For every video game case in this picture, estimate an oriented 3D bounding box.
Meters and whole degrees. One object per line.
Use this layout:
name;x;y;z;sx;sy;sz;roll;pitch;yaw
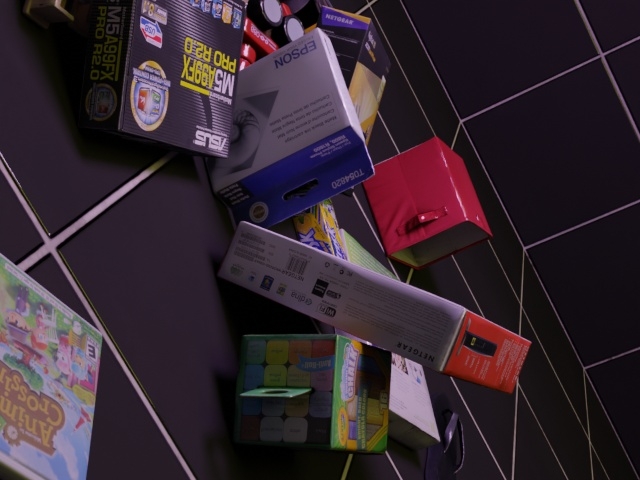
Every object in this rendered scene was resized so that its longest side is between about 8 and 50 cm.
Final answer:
video game case;-0.266;0.102;0.850;0.212;0.023;0.193;49;25;-40

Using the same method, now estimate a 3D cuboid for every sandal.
sandal;0.226;0.365;1.777;0.097;0.055;0.254;56;21;-26

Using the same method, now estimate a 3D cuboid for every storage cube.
storage cube;0.218;-0.073;2.079;0.215;0.184;0.193;24;45;-62

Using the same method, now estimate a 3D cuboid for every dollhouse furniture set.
dollhouse furniture set;-0.284;-0.297;1.229;0.182;0.101;0.160;38;58;-56

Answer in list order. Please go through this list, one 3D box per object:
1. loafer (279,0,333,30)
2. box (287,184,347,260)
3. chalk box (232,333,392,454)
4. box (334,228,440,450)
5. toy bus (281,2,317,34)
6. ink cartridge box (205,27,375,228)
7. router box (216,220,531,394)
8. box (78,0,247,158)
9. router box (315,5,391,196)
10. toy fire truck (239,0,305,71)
loafer;-0.041;-0.467;1.996;0.302;0.109;0.095;39;37;-58
box;0.000;0.000;1.619;0.059;0.054;0.168;33;37;-58
chalk box;-0.016;0.180;1.195;0.213;0.132;0.132;29;62;-61
box;0.096;0.166;1.675;0.232;0.059;0.321;41;32;-51
toy bus;0.016;-0.352;1.854;0.191;0.104;0.202;44;27;-50
ink cartridge box;-0.058;-0.146;1.386;0.045;0.223;0.223;26;42;-61
router box;0.081;0.094;1.345;0.301;0.336;0.082;27;85;-61
box;-0.186;-0.223;1.250;0.270;0.060;0.216;9;88;-68
router box;0.027;-0.206;1.597;0.309;0.081;0.242;13;93;-80
toy fire truck;-0.078;-0.241;1.608;0.217;0.159;0.246;37;54;-45
